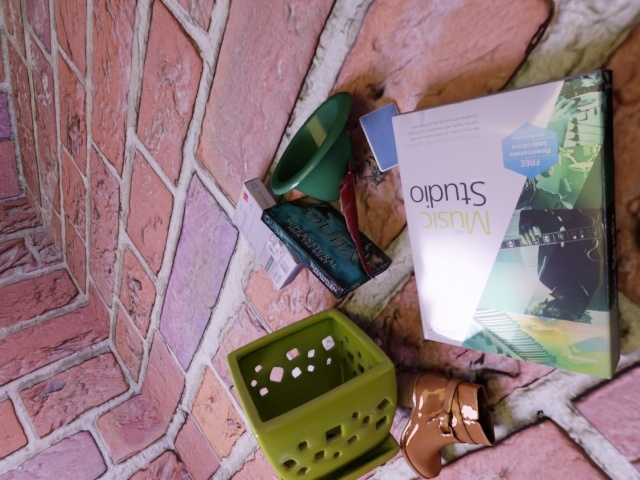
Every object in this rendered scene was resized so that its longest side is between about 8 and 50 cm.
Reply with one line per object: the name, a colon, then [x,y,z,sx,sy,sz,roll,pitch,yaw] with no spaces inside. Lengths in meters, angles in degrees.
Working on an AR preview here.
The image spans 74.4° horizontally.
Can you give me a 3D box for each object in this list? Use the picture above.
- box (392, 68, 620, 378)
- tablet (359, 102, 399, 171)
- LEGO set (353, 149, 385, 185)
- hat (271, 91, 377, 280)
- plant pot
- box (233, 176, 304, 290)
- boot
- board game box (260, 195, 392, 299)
box: [0.216,-0.011,0.510,0.232,0.058,0.322,2,109,46]
tablet: [0.094,-0.144,0.591,0.054,0.006,0.083,-23,90,8]
LEGO set: [0.077,-0.112,0.639,0.083,0.023,0.054,12,114,57]
hat: [0.041,-0.091,0.661,0.208,0.183,0.173,-57,24,-1]
plant pot: [-0.006,0.280,0.713,0.228,0.227,0.207,33,140,64]
box: [-0.102,-0.008,0.832,0.186,0.038,0.145,55,149,12]
boot: [0.199,0.302,0.660,0.152,0.073,0.197,-10,103,43]
board game box: [0.010,-0.001,0.676,0.186,0.126,0.026,44,134,22]
